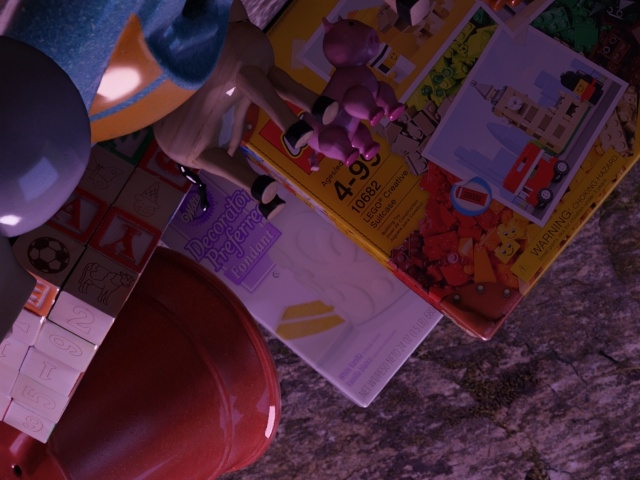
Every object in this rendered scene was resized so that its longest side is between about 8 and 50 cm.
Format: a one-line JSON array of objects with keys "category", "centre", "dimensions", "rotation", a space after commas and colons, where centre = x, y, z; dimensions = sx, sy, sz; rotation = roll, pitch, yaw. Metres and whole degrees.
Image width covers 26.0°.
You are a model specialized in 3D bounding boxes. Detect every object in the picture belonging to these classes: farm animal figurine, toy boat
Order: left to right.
[{"category": "toy boat", "centre": [-0.100, -0.102, 0.567], "dimensions": [0.267, 0.148, 0.318], "rotation": [-52, 177, 29]}, {"category": "farm animal figurine", "centre": [0.011, -0.209, 0.953], "dimensions": [0.330, 0.172, 0.326], "rotation": [-41, 161, -24]}]

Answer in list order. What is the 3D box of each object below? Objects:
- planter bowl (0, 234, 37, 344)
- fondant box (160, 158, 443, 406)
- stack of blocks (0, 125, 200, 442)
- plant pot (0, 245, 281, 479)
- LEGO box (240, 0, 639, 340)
[{"category": "planter bowl", "centre": [-0.206, 0.032, 0.664], "dimensions": [0.162, 0.109, 0.162], "rotation": [-55, -170, 15]}, {"category": "fondant box", "centre": [0.000, 0.000, 1.601], "dimensions": [0.238, 0.330, 0.096], "rotation": [-50, 175, -4]}, {"category": "stack of blocks", "centre": [-0.207, 0.051, 1.110], "dimensions": [0.297, 0.087, 0.171], "rotation": [-53, -171, 50]}, {"category": "plant pot", "centre": [-0.226, 0.179, 1.379], "dimensions": [0.265, 0.272, 0.272], "rotation": [-35, 167, -47]}, {"category": "LEGO box", "centre": [0.181, -0.200, 1.459], "dimensions": [0.500, 0.372, 0.193], "rotation": [-51, 177, -2]}]
